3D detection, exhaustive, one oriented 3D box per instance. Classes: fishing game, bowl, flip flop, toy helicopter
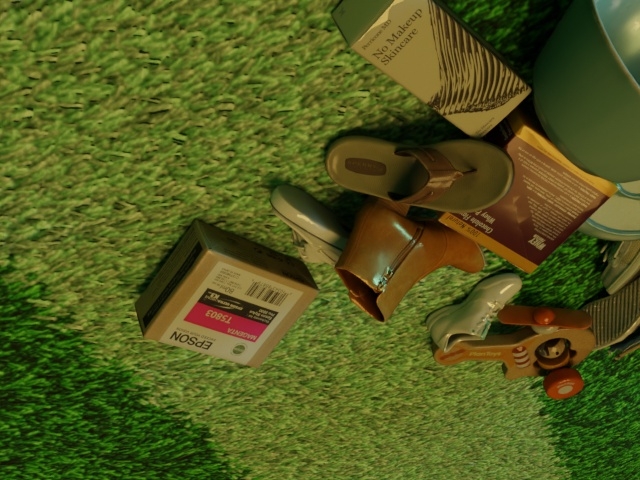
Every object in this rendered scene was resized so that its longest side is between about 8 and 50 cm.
[{"bbox_3d":[0.717,0.201,1.565,0.189,0.041,0.264,-38,170,26],"label":"fishing game"},{"bbox_3d":[0.418,-0.203,0.998,0.312,0.311,0.163,14,146,-31],"label":"bowl"},{"bbox_3d":[0.136,-0.097,1.031,0.277,0.080,0.112,10,109,14],"label":"flip flop"},{"bbox_3d":[0.411,0.217,1.504,0.355,0.140,0.235,1,137,-10],"label":"toy helicopter"}]

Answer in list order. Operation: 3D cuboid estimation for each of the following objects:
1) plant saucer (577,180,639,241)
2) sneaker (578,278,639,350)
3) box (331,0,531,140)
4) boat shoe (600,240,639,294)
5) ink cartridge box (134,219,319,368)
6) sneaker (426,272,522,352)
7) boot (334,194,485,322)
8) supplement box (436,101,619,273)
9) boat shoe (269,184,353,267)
[{"bbox_3d":[0.533,-0.123,1.190,0.318,0.043,0.317,2,124,3],"label":"plant saucer"},{"bbox_3d":[0.690,0.156,1.574,0.161,0.102,0.282,7,140,-46],"label":"sneaker"},{"bbox_3d":[0.154,-0.251,0.960,0.275,0.094,0.113,24,122,-38],"label":"box"},{"bbox_3d":[0.624,-0.019,1.385,0.118,0.103,0.320,-25,146,-25],"label":"boat shoe"},{"bbox_3d":[-0.151,0.095,1.176,0.235,0.088,0.193,23,113,-37],"label":"ink cartridge box"},{"bbox_3d":[0.319,0.150,1.424,0.212,0.094,0.080,-35,134,14],"label":"sneaker"},{"bbox_3d":[0.145,0.045,1.170,0.295,0.104,0.211,40,67,-34],"label":"boot"},{"bbox_3d":[0.309,-0.088,1.120,0.191,0.129,0.194,28,120,-17],"label":"supplement box"},{"bbox_3d":[0.000,0.000,1.151,0.084,0.095,0.258,-43,132,16],"label":"boat shoe"}]
